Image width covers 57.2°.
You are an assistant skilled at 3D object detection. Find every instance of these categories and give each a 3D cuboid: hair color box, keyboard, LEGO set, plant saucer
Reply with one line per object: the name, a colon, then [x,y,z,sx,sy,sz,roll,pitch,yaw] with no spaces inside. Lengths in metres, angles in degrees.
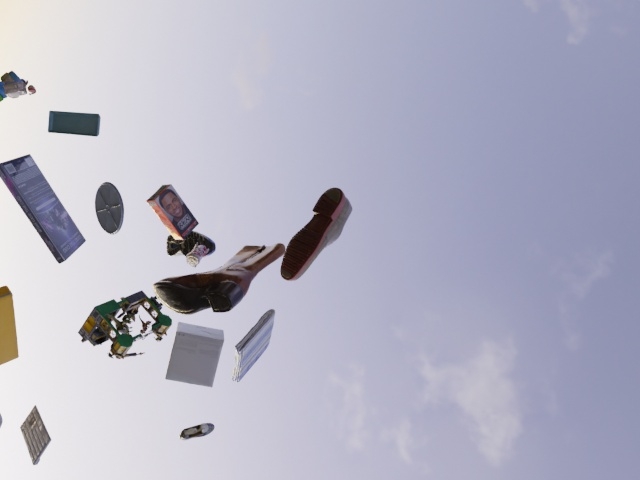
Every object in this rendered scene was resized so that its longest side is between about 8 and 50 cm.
hair color box: [-0.400,-0.076,1.594,0.043,0.141,0.072,1,-137,42]
keyboard: [-0.750,0.506,1.543,0.256,0.014,0.072,11,-108,56]
LEGO set: [-0.761,0.349,2.273,0.192,0.255,0.331,-49,177,28]
plant saucer: [-0.727,-0.345,1.736,0.192,0.018,0.067,8,-85,21]

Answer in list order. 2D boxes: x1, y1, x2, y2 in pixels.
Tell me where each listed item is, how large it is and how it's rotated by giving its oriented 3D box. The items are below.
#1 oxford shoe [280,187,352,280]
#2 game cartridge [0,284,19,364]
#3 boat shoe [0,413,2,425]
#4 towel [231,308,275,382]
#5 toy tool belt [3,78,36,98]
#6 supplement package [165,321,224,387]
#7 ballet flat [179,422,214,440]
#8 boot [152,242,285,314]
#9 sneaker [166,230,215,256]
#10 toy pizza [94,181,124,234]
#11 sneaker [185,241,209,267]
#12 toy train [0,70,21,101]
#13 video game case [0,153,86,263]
oxford shoe: [0.000,0.000,1.943,0.123,0.130,0.348,30,-97,42]
game cartridge: [-0.969,0.276,1.535,0.053,0.324,0.285,44,-45,27]
boat shoe: [-0.814,0.401,1.398,0.084,0.258,0.095,-12,-121,-5]
towel: [-0.242,0.380,2.110,0.209,0.034,0.285,-47,164,-34]
toy tool belt: [-0.842,-0.433,1.640,0.052,0.083,0.051,97,-21,-80]
supplement package: [-0.510,0.461,2.388,0.149,0.194,0.203,-141,-115,-77]
ballet flat: [-0.383,0.594,1.835,0.041,0.114,0.041,29,-57,56]
boot: [-0.264,0.075,1.536,0.264,0.096,0.280,-7,-154,29]
sneaker: [-0.559,0.017,2.640,0.330,0.147,0.129,4,-86,48]
toy pizza: [-0.792,-0.122,2.224,0.201,0.032,0.201,8,-77,40]
sneaker: [-0.344,0.034,1.648,0.067,0.042,0.118,-59,-172,-19]
toy train: [-0.995,-0.462,1.787,0.143,0.105,0.248,-41,-145,-19]
video game case: [-0.711,-0.086,1.509,0.026,0.274,0.196,-26,-164,1]
